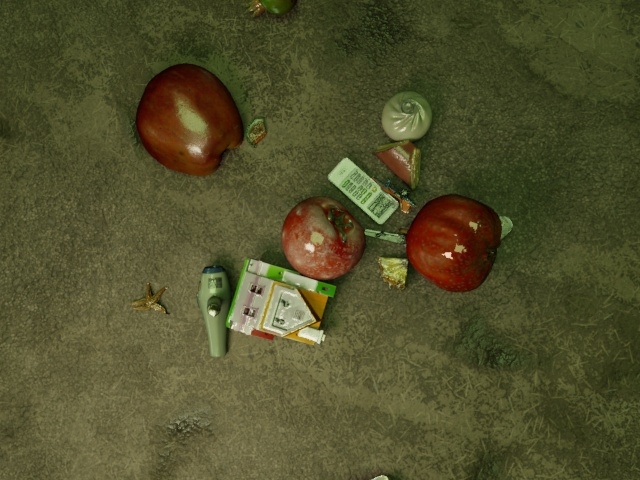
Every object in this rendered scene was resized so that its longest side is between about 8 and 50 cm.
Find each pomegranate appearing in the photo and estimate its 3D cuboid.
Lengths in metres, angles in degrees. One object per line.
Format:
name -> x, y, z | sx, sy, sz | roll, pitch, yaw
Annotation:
pomegranate -> -0.170, -0.860, 1.633 | 0.205, 0.159, 0.159 | -27, 82, 26

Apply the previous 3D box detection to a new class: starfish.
starfish -> -0.568, 0.212, 1.602 | 0.130, 0.041, 0.133 | 39, 88, 6

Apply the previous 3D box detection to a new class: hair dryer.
hair dryer -> -0.333, 0.261, 1.488 | 0.118, 0.298, 0.296 | -3, 115, -9

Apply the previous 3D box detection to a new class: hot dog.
hot dog -> 0.541, -0.012, 1.538 | 0.192, 0.053, 0.099 | -43, 83, 4

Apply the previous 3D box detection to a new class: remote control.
remote control -> 0.144, -0.166, 1.591 | 0.250, 0.034, 0.103 | 43, 89, 7

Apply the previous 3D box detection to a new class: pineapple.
pineapple -> 0.246, 0.094, 1.540 | 0.116, 0.069, 0.137 | -41, 81, 0

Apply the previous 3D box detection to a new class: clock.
clock -> -0.112, 0.213, 1.510 | 0.309, 0.166, 0.235 | 16, 86, 13

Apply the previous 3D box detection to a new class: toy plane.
toy plane -> 0.247, -0.165, 1.544 | 0.062, 0.135, 0.188 | -47, 71, 20

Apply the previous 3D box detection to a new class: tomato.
tomato -> 0.000, 0.000, 1.478 | 0.270, 0.270, 0.227 | 48, 124, 7

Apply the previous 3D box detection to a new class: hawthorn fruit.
hawthorn fruit -> 0.377, 0.000, 1.437 | 0.330, 0.287, 0.287 | 18, 85, 41

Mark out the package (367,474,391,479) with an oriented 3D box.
package -> 0.093, 0.849, 1.453 | 0.311, 0.221, 0.165 | -21, 43, 4

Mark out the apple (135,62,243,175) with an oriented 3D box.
apple -> -0.448, -0.411, 1.620 | 0.365, 0.295, 0.329 | 41, 126, 8

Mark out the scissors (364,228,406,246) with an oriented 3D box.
scissors -> 0.300, 0.004, 1.567 | 0.317, 0.024, 0.160 | 12, 85, 5

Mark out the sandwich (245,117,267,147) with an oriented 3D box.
sandwich -> -0.226, -0.383, 1.644 | 0.069, 0.026, 0.101 | 38, 87, 8

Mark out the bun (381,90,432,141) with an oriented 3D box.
bun -> 0.287, -0.416, 1.564 | 0.172, 0.120, 0.173 | -1, 83, 6

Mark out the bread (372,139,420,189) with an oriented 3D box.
bread -> 0.269, -0.271, 1.560 | 0.192, 0.119, 0.067 | 42, 46, 10
